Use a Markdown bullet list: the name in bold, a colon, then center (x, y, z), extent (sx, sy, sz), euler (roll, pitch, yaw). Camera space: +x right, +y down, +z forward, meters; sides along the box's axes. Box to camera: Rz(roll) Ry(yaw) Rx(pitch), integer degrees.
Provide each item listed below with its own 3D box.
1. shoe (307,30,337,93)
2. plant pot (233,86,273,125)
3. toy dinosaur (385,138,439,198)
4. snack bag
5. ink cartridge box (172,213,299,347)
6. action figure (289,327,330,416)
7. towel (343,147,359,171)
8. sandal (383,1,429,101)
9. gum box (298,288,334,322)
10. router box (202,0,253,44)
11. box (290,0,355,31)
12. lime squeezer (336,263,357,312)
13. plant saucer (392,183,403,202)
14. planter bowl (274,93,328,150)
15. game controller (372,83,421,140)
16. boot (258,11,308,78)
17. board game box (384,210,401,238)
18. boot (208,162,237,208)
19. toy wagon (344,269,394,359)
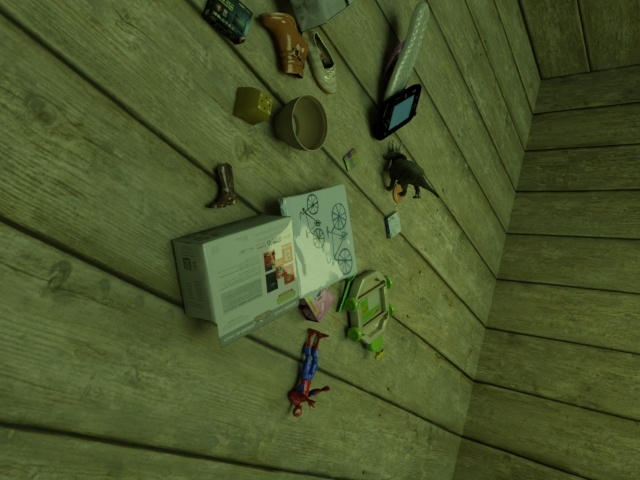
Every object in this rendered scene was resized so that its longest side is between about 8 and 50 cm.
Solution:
- **shoe**: center (0.006, -0.573, 1.498), extent (0.077, 0.058, 0.219), euler (-58, 133, -30)
- **plant pot**: center (-0.177, -0.373, 1.272), extent (0.081, 0.083, 0.082), euler (17, 79, -50)
- **toy dinosaur**: center (0.341, -0.258, 1.825), extent (0.120, 0.313, 0.161), euler (-18, 133, -22)
- **snack bag**: center (0.000, 0.000, 1.471), extent (0.342, 0.037, 0.324), euler (-21, 105, -51)
- **ink cartridge box**: center (-0.209, 0.094, 1.238), extent (0.309, 0.130, 0.272), euler (-21, 111, -48)
- **action figure**: center (-0.015, 0.441, 1.507), extent (0.091, 0.139, 0.281), euler (33, 70, -46)
- **towel**: center (0.114, -0.295, 1.694), extent (0.083, 0.009, 0.060), euler (-46, 127, -37)
- **sandal**: center (0.318, -0.729, 1.835), extent (0.417, 0.102, 0.169), euler (-68, 159, 4)
- **gum box**: center (-0.037, 0.162, 1.507), extent (0.107, 0.062, 0.189), euler (-53, 130, -34)
- **router box**: center (-0.241, -0.590, 1.211), extent (0.122, 0.038, 0.092), euler (25, 73, -49)
- **box**: center (0.001, -0.761, 1.403), extent (0.169, 0.087, 0.290), euler (67, 32, -27)
- **lime squeezer**: center (0.087, 0.100, 1.660), extent (0.109, 0.058, 0.311), euler (-25, 113, -47)
- **plant saucer**: center (0.334, -0.201, 1.968), extent (0.083, 0.013, 0.084), euler (-6, 98, -50)
- **planter bowl**: center (-0.068, -0.346, 1.388), extent (0.162, 0.109, 0.162), euler (-5, 97, -50)
- **game controller**: center (0.311, -0.514, 1.838), extent (0.319, 0.067, 0.167), euler (-40, 159, -42)
- **boot**: center (-0.104, -0.569, 1.358), extent (0.197, 0.072, 0.153), euler (-1, 98, -48)
- **board game box**: center (0.303, -0.066, 1.937), extent (0.090, 0.020, 0.090), euler (-32, 117, -44)
- **boot**: center (-0.264, -0.146, 1.222), extent (0.106, 0.037, 0.114), euler (-32, 121, -59)
- **toy wagon**: center (0.194, 0.296, 1.799), extent (0.267, 0.068, 0.345), euler (-22, 111, -48)
